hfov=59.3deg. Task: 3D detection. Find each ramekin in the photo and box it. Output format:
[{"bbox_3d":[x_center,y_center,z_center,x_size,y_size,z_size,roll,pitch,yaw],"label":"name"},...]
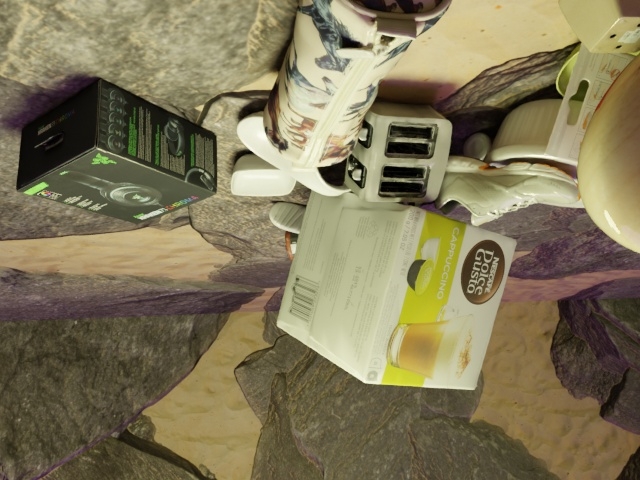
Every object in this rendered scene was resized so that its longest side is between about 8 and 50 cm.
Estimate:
[{"bbox_3d":[0.456,-0.165,1.077,0.272,0.127,0.273,15,172,2],"label":"ramekin"}]

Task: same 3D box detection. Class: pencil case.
[{"bbox_3d":[0.026,-0.237,0.757,0.159,0.184,0.410,17,160,-9],"label":"pencil case"}]

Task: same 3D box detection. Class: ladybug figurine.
[{"bbox_3d":[0.540,-0.162,0.790,0.449,0.305,0.162,-36,-170,-5],"label":"ladybug figurine"}]

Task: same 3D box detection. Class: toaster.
[{"bbox_3d":[0.146,-0.162,1.041,0.185,0.110,0.168,1,118,-14],"label":"toaster"}]

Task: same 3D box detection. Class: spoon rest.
[{"bbox_3d":[-0.035,-0.160,1.081,0.276,0.084,0.137,25,155,-29],"label":"spoon rest"}]

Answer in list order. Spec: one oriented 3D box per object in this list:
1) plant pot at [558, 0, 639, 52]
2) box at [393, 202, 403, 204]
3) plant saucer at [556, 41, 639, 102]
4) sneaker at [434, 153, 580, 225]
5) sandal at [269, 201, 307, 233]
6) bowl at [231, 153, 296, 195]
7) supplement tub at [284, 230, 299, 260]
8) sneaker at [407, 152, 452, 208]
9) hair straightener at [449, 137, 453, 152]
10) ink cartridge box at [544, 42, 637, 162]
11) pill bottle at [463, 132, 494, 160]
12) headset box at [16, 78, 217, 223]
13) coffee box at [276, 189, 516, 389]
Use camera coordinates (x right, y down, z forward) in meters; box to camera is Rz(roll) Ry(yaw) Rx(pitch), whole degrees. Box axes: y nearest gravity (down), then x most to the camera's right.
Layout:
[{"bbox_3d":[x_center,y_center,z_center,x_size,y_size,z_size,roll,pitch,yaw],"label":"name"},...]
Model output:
[{"bbox_3d":[0.400,-0.311,0.747,0.109,0.096,0.109,-1,163,-7],"label":"plant pot"},{"bbox_3d":[0.140,-0.144,1.295,0.067,0.063,0.324,-3,164,14],"label":"box"},{"bbox_3d":[0.507,-0.300,0.911,0.240,0.037,0.241,-4,163,-1],"label":"plant saucer"},{"bbox_3d":[0.334,-0.077,1.034,0.262,0.121,0.099,11,170,32],"label":"sneaker"},{"bbox_3d":[-0.035,-0.043,1.550,0.265,0.102,0.076,17,156,-30],"label":"sandal"},{"bbox_3d":[-0.126,-0.148,1.243,0.142,0.053,0.142,0,163,-11],"label":"bowl"},{"bbox_3d":[0.000,0.000,1.668,0.197,0.106,0.106,-8,163,12],"label":"supplement tub"},{"bbox_3d":[0.299,-0.150,1.286,0.162,0.107,0.281,-9,173,-8],"label":"sneaker"},{"bbox_3d":[0.209,-0.175,1.165,0.047,0.089,0.230,-9,157,-18],"label":"hair straightener"},{"bbox_3d":[0.470,-0.198,0.894,0.224,0.181,0.056,12,-167,-10],"label":"ink cartridge box"},{"bbox_3d":[0.363,-0.186,1.208,0.116,0.065,0.065,13,156,-43],"label":"pill bottle"},{"bbox_3d":[-0.378,-0.150,1.043,0.246,0.131,0.283,-15,159,31],"label":"headset box"},{"bbox_3d":[0.159,0.097,1.230,0.334,0.338,0.338,14,-178,-35],"label":"coffee box"}]
